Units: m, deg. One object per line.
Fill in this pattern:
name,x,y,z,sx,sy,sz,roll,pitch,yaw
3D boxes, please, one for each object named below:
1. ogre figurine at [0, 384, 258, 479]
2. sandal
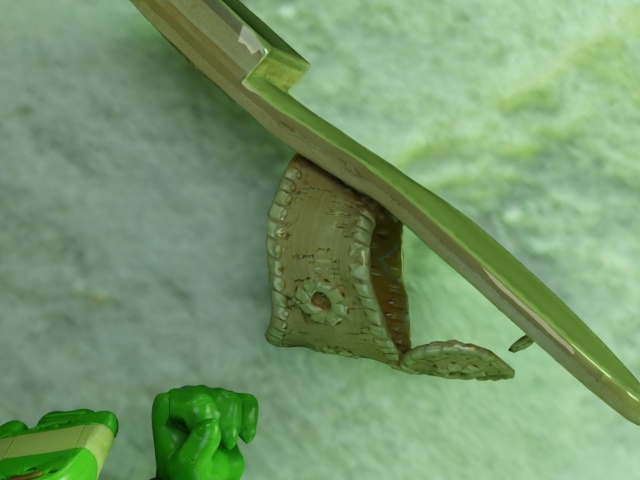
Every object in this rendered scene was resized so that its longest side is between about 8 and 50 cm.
ogre figurine,-0.088,0.123,0.305,0.097,0.197,0.118,-5,102,25
sandal,0.002,0.000,0.403,0.240,0.088,0.079,45,101,13
